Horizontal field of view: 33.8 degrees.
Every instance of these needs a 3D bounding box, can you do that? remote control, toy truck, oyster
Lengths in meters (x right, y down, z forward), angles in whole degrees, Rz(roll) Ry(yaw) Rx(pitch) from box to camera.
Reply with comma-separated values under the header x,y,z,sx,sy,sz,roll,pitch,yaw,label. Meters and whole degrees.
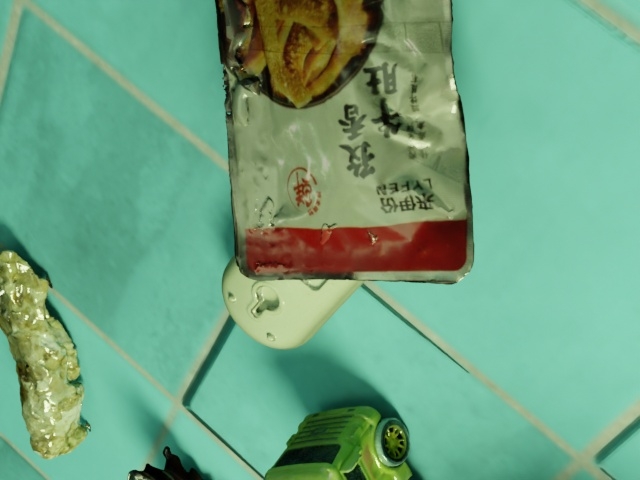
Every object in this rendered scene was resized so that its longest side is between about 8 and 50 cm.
x,y,z,sx,sy,sz,roll,pitch,yaw,label
0.000,0.000,0.674,0.078,0.042,0.221,44,133,4,remote control
0.031,0.222,0.742,0.085,0.116,0.191,-15,108,40,toy truck
-0.254,0.095,0.915,0.106,0.061,0.200,-29,98,43,oyster

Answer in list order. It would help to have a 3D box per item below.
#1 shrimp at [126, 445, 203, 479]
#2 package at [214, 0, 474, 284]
x,y,z,sx,sy,sz,roll,pitch,yaw,label
-0.046,0.293,0.882,0.178,0.075,0.289,-12,109,33,shrimp
0.010,-0.094,0.577,0.154,0.030,0.239,1,102,33,package
